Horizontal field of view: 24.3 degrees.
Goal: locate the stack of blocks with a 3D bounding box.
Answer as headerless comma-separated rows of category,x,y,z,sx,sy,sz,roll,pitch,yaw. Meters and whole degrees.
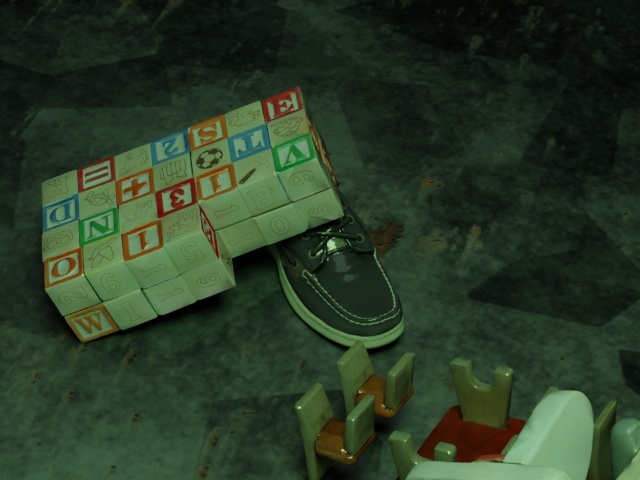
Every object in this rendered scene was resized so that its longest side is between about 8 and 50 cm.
stack of blocks,-0.133,-0.028,1.529,0.297,0.087,0.171,-21,42,6

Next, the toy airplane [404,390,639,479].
toy airplane,0.198,0.303,1.111,0.386,0.272,0.384,2,69,-26

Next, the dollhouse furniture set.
dollhouse furniture set,0.098,0.225,1.303,0.262,0.135,0.259,11,35,30

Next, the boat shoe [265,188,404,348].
boat shoe,0.000,0.000,1.574,0.103,0.092,0.285,-16,44,-17
